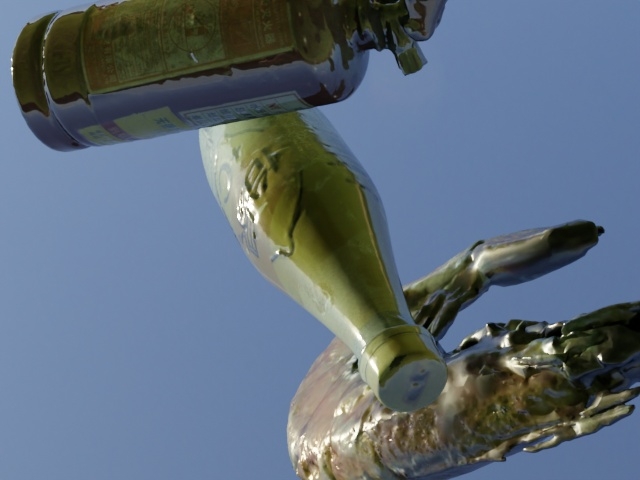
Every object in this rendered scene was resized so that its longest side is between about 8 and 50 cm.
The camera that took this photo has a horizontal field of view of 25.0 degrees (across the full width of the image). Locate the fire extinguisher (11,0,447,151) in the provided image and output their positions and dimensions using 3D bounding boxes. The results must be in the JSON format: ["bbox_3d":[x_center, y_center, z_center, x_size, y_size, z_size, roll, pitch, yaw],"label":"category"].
[{"bbox_3d":[-0.035,-0.107,0.693,0.252,0.106,0.075,-8,-132,25],"label":"fire extinguisher"}]

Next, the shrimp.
[{"bbox_3d":[0.111,0.056,0.916,0.365,0.071,0.233,-25,-154,45],"label":"shrimp"}]

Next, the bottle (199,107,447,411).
[{"bbox_3d":[0.000,0.000,0.784,0.083,0.083,0.269,-21,-143,-7],"label":"bottle"}]
